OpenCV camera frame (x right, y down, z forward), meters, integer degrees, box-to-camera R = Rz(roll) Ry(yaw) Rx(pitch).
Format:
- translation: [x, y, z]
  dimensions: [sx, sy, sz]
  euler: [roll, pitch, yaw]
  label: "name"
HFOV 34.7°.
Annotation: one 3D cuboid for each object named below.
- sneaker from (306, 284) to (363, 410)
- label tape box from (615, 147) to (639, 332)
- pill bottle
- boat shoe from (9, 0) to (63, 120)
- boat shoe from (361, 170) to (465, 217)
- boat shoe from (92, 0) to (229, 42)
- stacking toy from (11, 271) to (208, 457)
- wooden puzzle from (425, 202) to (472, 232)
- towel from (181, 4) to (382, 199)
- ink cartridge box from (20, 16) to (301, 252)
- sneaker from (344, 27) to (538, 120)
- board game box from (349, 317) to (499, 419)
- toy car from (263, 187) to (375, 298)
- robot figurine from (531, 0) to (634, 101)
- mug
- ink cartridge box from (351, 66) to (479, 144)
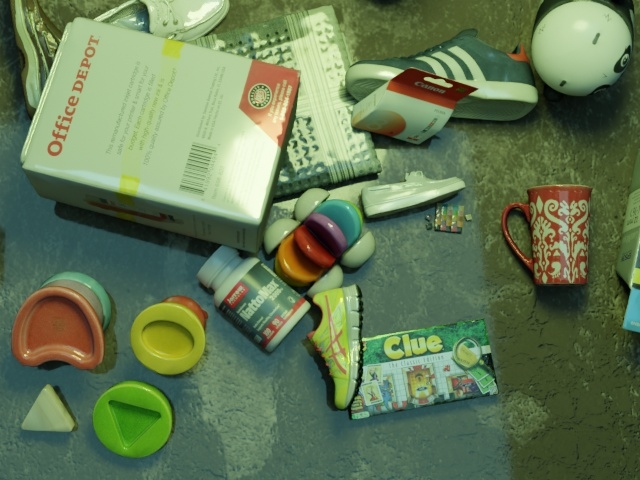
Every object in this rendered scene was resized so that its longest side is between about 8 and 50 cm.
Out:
- translation: [0.024, 0.178, 1.707]
  dimensions: [0.094, 0.081, 0.208]
  euler: [-1, 84, 6]
  label: "sneaker"
- translation: [0.660, 0.018, 1.799]
  dimensions: [0.249, 0.115, 0.347]
  euler: [14, 82, -2]
  label: "label tape box"
- translation: [-0.116, 0.091, 1.721]
  dimensions: [0.180, 0.108, 0.108]
  euler: [40, 80, 3]
  label: "pill bottle"
- translation: [-0.475, -0.338, 1.777]
  dimensions: [0.095, 0.095, 0.257]
  euler: [-9, 93, -9]
  label: "boat shoe"
- translation: [0.161, -0.090, 1.803]
  dimensions: [0.184, 0.066, 0.063]
  euler: [-16, 83, 2]
  label: "boat shoe"
- translation: [-0.288, -0.385, 1.793]
  dimensions: [0.277, 0.096, 0.098]
  euler: [-25, 82, -9]
  label: "boat shoe"
- translation: [-0.348, 0.196, 1.711]
  dimensions: [0.309, 0.130, 0.279]
  euler: [12, 106, 0]
  label: "stacking toy"
- translation: [0.228, -0.040, 1.823]
  dimensions: [0.083, 0.006, 0.049]
  euler: [7, 80, -3]
  label: "wooden puzzle"
- translation: [-0.079, -0.236, 1.817]
  dimensions: [0.312, 0.056, 0.324]
  euler: [-15, 84, -4]
  label: "towel"
- translation: [-0.251, -0.171, 1.675]
  dimensions: [0.385, 0.160, 0.279]
  euler: [15, 72, 0]
  label: "ink cartridge box"
- translation: [0.210, -0.304, 1.808]
  dimensions: [0.350, 0.131, 0.148]
  euler: [4, 71, -16]
  label: "sneaker"
- translation: [0.168, 0.220, 1.763]
  dimensions: [0.260, 0.030, 0.136]
  euler: [-9, 79, -6]
  label: "board game box"
- translation: [0.000, 0.000, 1.731]
  dimensions: [0.159, 0.136, 0.182]
  euler: [45, 80, 4]
  label: "toy car"
- translation: [0.459, -0.363, 1.780]
  dimensions: [0.174, 0.278, 0.209]
  euler: [-8, 121, 22]
  label: "robot figurine"
- translation: [0.406, -0.005, 1.798]
  dimensions: [0.113, 0.150, 0.169]
  euler: [4, 83, -41]
  label: "mug"
- translation: [0.160, -0.225, 1.741]
  dimensions: [0.145, 0.179, 0.045]
  euler: [12, 71, -28]
  label: "ink cartridge box"
